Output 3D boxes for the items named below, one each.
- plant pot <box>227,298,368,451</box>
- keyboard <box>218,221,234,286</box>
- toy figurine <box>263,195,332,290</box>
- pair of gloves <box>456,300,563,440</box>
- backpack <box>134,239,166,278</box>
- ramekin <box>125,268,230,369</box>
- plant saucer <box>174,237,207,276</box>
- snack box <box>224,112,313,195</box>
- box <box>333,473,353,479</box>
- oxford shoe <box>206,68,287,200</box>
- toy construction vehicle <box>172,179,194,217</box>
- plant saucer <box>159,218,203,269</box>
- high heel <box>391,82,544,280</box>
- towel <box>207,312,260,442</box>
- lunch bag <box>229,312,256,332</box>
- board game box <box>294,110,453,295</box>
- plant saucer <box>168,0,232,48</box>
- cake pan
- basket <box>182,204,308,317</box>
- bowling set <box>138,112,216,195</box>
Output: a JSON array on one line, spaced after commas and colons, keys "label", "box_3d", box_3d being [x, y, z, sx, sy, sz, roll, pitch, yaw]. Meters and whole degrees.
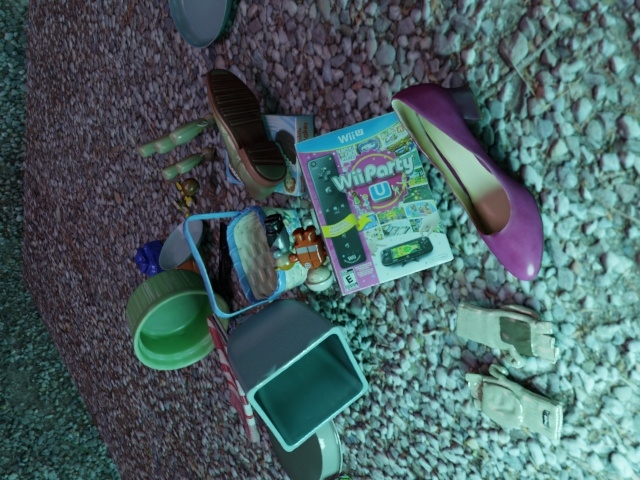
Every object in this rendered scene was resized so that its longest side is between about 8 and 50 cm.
[{"label": "plant pot", "box_3d": [-0.082, 0.286, 1.577, 0.252, 0.247, 0.248, 39, 161, 48]}, {"label": "keyboard", "box_3d": [-0.279, 0.049, 1.980, 0.100, 0.038, 0.192, -123, 34, -60]}, {"label": "toy figurine", "box_3d": [0.000, 0.000, 1.458, 0.209, 0.213, 0.148, 16, 130, 52]}, {"label": "pair of gloves", "box_3d": [0.348, 0.229, 1.221, 0.204, 0.042, 0.240, 3, 106, 48]}, {"label": "backpack", "box_3d": [-0.582, 0.078, 2.310, 0.120, 0.101, 0.098, 57, 146, 17]}, {"label": "ramekin", "box_3d": [-0.441, 0.232, 2.026, 0.148, 0.303, 0.304, 48, 135, 42]}, {"label": "plant saucer", "box_3d": [-0.433, 0.080, 2.171, 0.200, 0.037, 0.200, 20, 117, 47]}, {"label": "snack box", "box_3d": [-0.134, -0.224, 1.672, 0.321, 0.060, 0.187, 14, 112, 49]}, {"label": "box", "box_3d": [0.095, 0.663, 1.668, 0.169, 0.059, 0.054, 26, 123, 45]}, {"label": "oxford shoe", "box_3d": [-0.203, -0.254, 1.606, 0.130, 0.122, 0.348, -48, 60, 51]}, {"label": "toy construction vehicle", "box_3d": [-0.430, -0.132, 2.107, 0.098, 0.035, 0.086, 46, 123, 29]}, {"label": "plant saucer", "box_3d": [-0.424, 0.016, 2.075, 0.194, 0.037, 0.195, -28, 41, 27]}, {"label": "high heel", "box_3d": [0.243, -0.093, 1.134, 0.127, 0.181, 0.377, -40, 70, 50]}, {"label": "towel", "box_3d": [-0.257, 0.397, 1.941, 0.237, 0.037, 0.329, -144, 38, -63]}, {"label": "lunch bag", "box_3d": [-0.179, 0.320, 1.808, 0.176, 0.090, 0.219, -120, 16, -66]}, {"label": "board game box", "box_3d": [0.098, -0.070, 1.291, 0.097, 0.223, 0.304, 70, -179, -85]}, {"label": "plant saucer", "box_3d": [-0.318, -0.677, 1.776, 0.317, 0.043, 0.318, 19, 115, 48]}, {"label": "cake pan", "box_3d": [-0.054, 0.541, 1.823, 0.293, 0.054, 0.293, 20, 117, 48]}, {"label": "basket", "box_3d": [-0.168, 0.035, 1.610, 0.201, 0.288, 0.255, -38, 72, 55]}, {"label": "bowling set", "box_3d": [-0.387, -0.243, 1.952, 0.287, 0.154, 0.200, -2, 118, 51]}]
